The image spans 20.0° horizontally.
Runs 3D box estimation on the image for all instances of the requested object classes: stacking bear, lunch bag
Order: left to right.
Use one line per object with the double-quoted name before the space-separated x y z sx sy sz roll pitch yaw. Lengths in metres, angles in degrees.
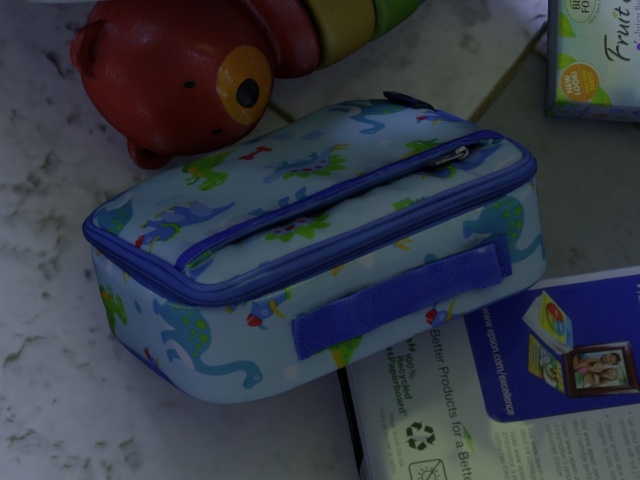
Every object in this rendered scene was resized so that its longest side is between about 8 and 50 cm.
"stacking bear" -0.018 -0.163 1.054 0.164 0.175 0.289 32 67 36
"lunch bag" 0.000 0.000 0.958 0.219 0.090 0.176 -22 26 -22

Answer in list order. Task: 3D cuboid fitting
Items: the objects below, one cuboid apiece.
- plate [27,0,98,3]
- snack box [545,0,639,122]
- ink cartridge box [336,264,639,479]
"plate" -0.035 -0.262 0.892 0.277 0.045 0.278 -9 109 -32
"snack box" 0.193 -0.146 1.132 0.100 0.037 0.141 3 79 -3
"ink cartridge box" 0.202 0.099 0.986 0.371 0.069 0.176 -9 64 -5
